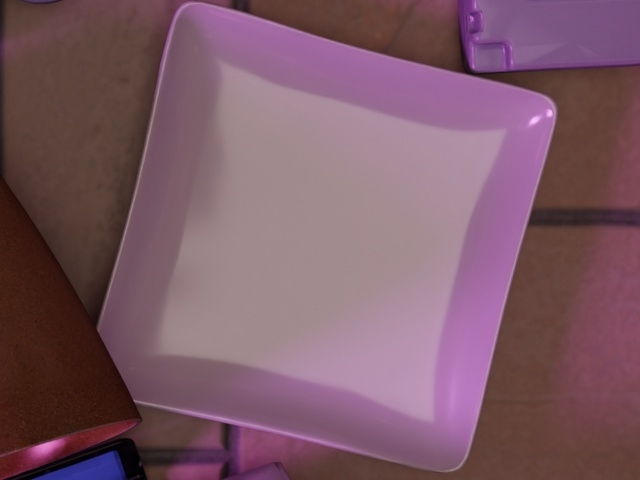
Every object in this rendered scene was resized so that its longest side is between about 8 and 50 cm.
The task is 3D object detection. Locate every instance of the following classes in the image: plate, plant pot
[{"bbox_3d":[0.000,0.000,1.336,0.277,0.045,0.278,14,92,-10],"label":"plate"},{"bbox_3d":[-0.265,0.035,1.221,0.237,0.237,0.254,-18,84,-7],"label":"plant pot"}]

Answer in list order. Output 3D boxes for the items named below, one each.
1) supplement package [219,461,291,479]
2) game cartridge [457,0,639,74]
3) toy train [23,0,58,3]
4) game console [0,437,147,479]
[{"bbox_3d":[-0.066,0.321,1.252,0.199,0.198,0.262,-18,106,-8],"label":"supplement package"},{"bbox_3d":[0.191,-0.268,1.343,0.198,0.062,0.297,-3,95,-13],"label":"game cartridge"},{"bbox_3d":[-0.288,-0.209,1.236,0.334,0.142,0.190,-28,88,-6],"label":"toy train"},{"bbox_3d":[-0.171,0.197,1.309,0.122,0.071,0.107,-19,96,-7],"label":"game console"}]
